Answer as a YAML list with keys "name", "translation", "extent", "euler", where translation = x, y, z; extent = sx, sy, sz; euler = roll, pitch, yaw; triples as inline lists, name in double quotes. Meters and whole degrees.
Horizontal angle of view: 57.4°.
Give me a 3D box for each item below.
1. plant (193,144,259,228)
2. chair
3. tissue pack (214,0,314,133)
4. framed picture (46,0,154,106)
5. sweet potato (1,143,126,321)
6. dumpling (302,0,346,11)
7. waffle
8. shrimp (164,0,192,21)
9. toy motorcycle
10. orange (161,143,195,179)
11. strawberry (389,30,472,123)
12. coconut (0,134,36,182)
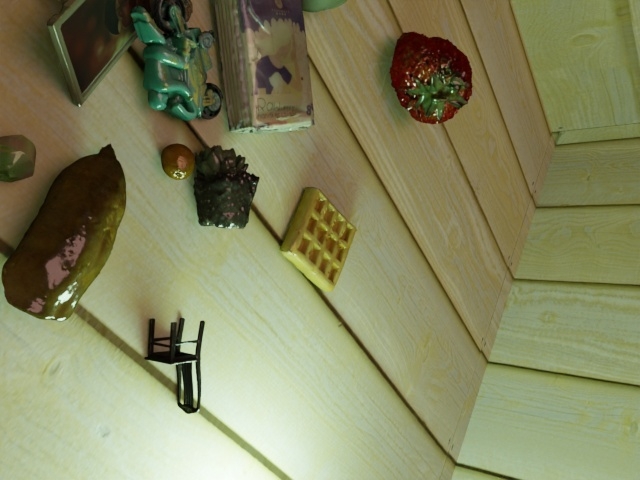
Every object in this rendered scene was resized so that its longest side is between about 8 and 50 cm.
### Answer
- name: "plant"
  translation: [-0.222, -0.125, 1.359]
  extent: [0.129, 0.132, 0.194]
  euler: [-7, 100, -54]
- name: "chair"
  translation: [-0.319, 0.280, 1.282]
  extent: [0.101, 0.084, 0.212]
  euler: [8, 85, -54]
- name: "tissue pack"
  translation: [-0.135, -0.443, 1.469]
  extent: [0.242, 0.125, 0.343]
  euler: [-17, 106, -50]
- name: "framed picture"
  translation: [-0.404, -0.424, 1.112]
  extent: [0.211, 0.020, 0.289]
  euler: [108, 7, -62]
- name: "sweet potato"
  translation: [-0.445, -0.032, 1.069]
  extent: [0.158, 0.158, 0.369]
  euler: [41, 61, -44]
- name: "dumpling"
  translation: [0.006, -0.724, 1.596]
  extent: [0.270, 0.212, 0.320]
  euler: [40, 69, -1]
- name: "waffle"
  translation: [0.000, 0.000, 1.695]
  extent: [0.248, 0.055, 0.221]
  euler: [44, 57, -42]
- name: "shrimp"
  translation: [-0.336, -0.565, 1.297]
  extent: [0.161, 0.034, 0.091]
  euler: [56, 38, -44]
- name: "toy motorcycle"
  translation: [-0.316, -0.373, 1.264]
  extent: [0.198, 0.109, 0.296]
  euler: [-50, 139, -38]
- name: "orange"
  translation: [-0.315, -0.173, 1.287]
  extent: [0.085, 0.085, 0.085]
  euler: [-1, 91, -51]
- name: "strawberry"
  translation: [0.378, -0.590, 2.025]
  extent: [0.312, 0.267, 0.351]
  euler: [55, 26, -29]
- name: "coconut"
  translation: [-0.538, -0.140, 1.010]
  extent: [0.083, 0.082, 0.081]
  euler: [57, 15, -45]
